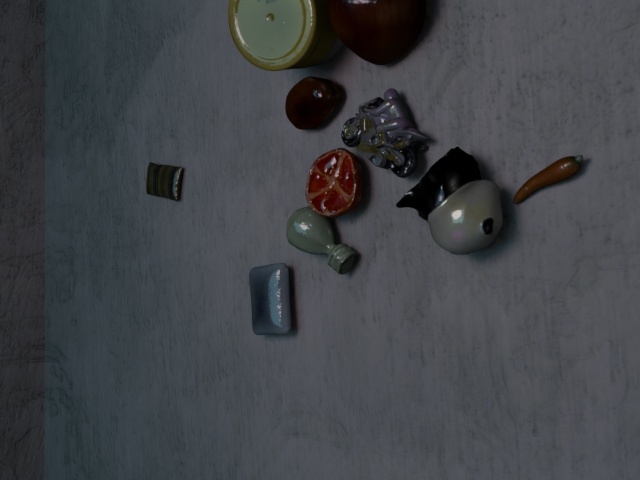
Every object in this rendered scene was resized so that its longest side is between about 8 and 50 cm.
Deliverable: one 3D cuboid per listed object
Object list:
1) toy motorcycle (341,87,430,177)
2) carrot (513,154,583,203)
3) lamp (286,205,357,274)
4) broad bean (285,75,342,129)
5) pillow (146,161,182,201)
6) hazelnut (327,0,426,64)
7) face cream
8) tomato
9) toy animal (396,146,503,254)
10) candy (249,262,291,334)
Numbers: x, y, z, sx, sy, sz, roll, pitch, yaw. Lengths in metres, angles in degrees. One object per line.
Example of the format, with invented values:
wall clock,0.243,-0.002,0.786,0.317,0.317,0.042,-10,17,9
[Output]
toy motorcycle,0.136,-0.232,1.176,0.225,0.073,0.152,40,113,40
carrot,0.377,-0.103,0.953,0.142,0.035,0.035,-37,63,47
lamp,0.000,0.000,1.293,0.193,0.106,0.106,43,118,27
broad bean,-0.023,-0.320,1.334,0.165,0.084,0.114,-31,70,48
pillow,-0.513,-0.194,1.864,0.203,0.038,0.113,12,97,45
hazelnut,0.112,-0.454,1.143,0.208,0.208,0.208,-2,87,46
face cream,-0.067,-0.491,1.262,0.218,0.179,0.218,10,113,25
tomato,0.041,-0.121,1.269,0.156,0.069,0.155,-8,78,40
toy animal,0.241,-0.057,1.027,0.179,0.138,0.166,55,145,22
candy,-0.125,0.148,1.427,0.138,0.071,0.174,-12,79,46
